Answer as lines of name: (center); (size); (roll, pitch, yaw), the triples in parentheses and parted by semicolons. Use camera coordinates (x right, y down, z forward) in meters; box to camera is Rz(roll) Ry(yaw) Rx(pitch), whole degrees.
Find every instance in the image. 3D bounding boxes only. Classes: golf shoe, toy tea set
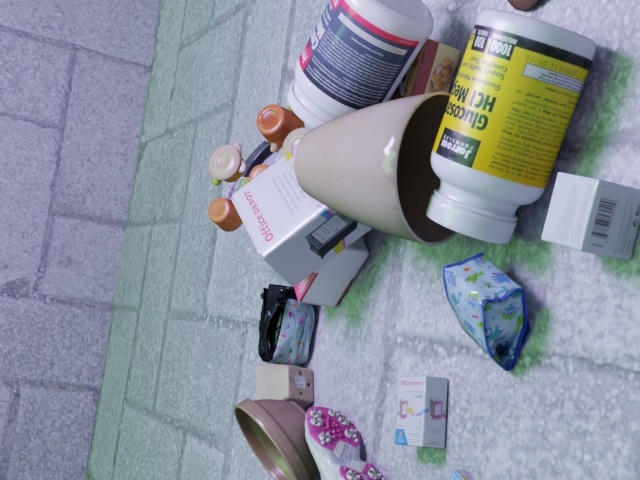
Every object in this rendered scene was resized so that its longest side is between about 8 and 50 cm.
golf shoe: (0.030, 0.449, 1.742); (0.306, 0.115, 0.140); (57, 133, 55)
toy tea set: (-0.134, -0.163, 2.066); (0.336, 0.124, 0.200); (-39, 62, 12)

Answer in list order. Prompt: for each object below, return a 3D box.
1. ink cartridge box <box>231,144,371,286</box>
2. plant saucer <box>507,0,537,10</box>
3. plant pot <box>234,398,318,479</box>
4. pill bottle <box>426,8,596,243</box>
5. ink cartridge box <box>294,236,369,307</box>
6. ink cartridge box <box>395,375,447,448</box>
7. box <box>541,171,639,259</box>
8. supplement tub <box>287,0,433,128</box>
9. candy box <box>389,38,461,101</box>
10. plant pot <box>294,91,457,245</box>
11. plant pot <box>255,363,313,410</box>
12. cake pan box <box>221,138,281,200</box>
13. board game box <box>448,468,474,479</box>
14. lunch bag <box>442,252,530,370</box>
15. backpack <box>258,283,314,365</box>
ink cartridge box: (-0.001, -0.089, 1.817); (0.306, 0.131, 0.226); (-37, 42, 7)
plant saucer: (0.349, -0.478, 1.524); (0.168, 0.029, 0.169); (-174, 90, -73)
plant pot: (-0.072, 0.417, 1.891); (0.237, 0.109, 0.237); (45, 156, 26)
pill bottle: (0.283, -0.174, 1.396); (0.188, 0.187, 0.334); (39, 115, 60)
ink cartridge box: (0.000, 0.000, 1.967); (0.172, 0.100, 0.237); (-60, 33, 33)
ink cartridge box: (0.177, 0.300, 1.575); (0.088, 0.052, 0.123); (-18, 64, 60)
box: (0.382, -0.034, 1.252); (0.087, 0.102, 0.101); (22, 101, 60)
supplement tub: (0.069, -0.344, 1.672); (0.272, 0.191, 0.191); (-57, 35, 33)
candy box: (0.144, -0.324, 1.824); (0.316, 0.087, 0.183); (33, 109, 60)
plant pot: (0.096, -0.130, 1.572); (0.274, 0.256, 0.257); (7, 86, 41)
plant pot: (-0.074, 0.329, 1.995); (0.096, 0.109, 0.109); (-25, 58, 43)
cake pan box: (-0.107, -0.162, 2.168); (0.246, 0.070, 0.267); (-49, 30, -2)
board game box: (0.240, 0.454, 1.426); (0.154, 0.026, 0.103); (49, 124, 56)
lunch bag: (0.266, 0.117, 1.430); (0.129, 0.096, 0.151); (-129, 26, -56)
backpack: (-0.079, 0.195, 2.034); (0.152, 0.115, 0.182); (178, 101, -74)
